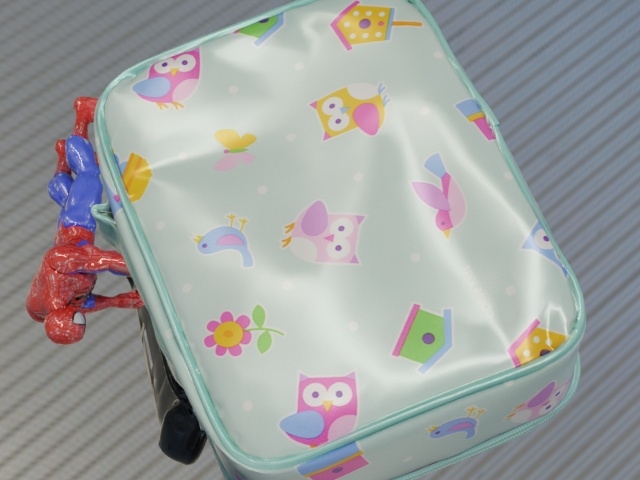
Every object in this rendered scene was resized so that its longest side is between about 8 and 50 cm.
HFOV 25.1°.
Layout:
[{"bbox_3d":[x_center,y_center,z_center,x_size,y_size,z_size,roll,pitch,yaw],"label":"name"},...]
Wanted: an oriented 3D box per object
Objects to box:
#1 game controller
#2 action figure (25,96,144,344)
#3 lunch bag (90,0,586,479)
[{"bbox_3d":[-0.155,0.078,1.522,0.067,0.166,0.319,-2,44,-16],"label":"game controller"},{"bbox_3d":[-0.173,-0.001,1.229,0.139,0.091,0.280,19,36,-14],"label":"action figure"},{"bbox_3d":[0.000,0.000,0.793,0.224,0.108,0.279,-24,60,-2],"label":"lunch bag"}]
